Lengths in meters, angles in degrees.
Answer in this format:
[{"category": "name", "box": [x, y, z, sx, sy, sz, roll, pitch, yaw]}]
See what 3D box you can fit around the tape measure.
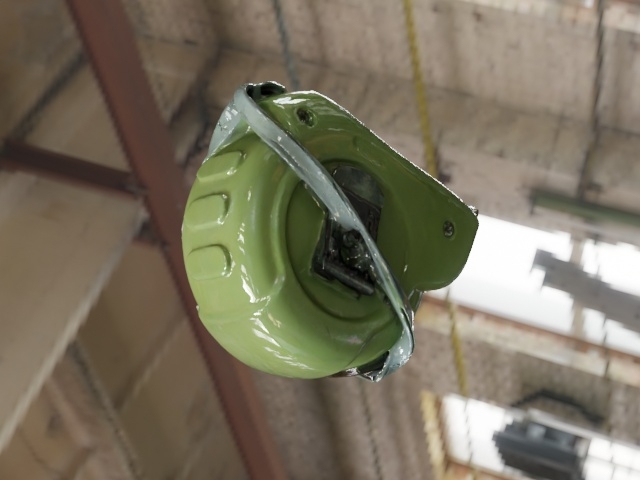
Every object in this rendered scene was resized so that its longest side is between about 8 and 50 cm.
[{"category": "tape measure", "box": [0.000, 0.000, 0.984, 0.200, 0.106, 0.175, 39, -121, -34]}]
